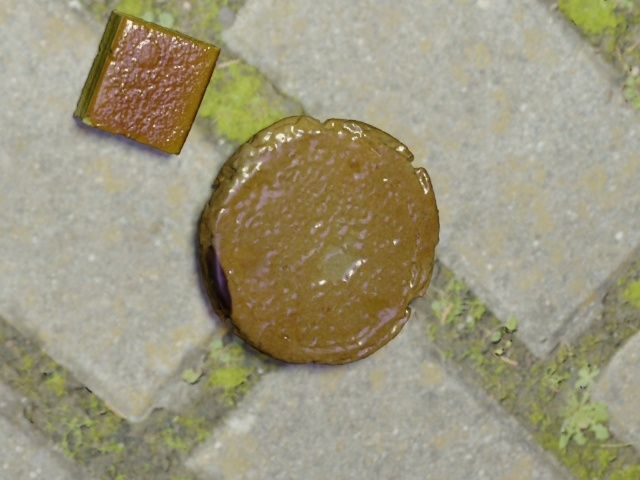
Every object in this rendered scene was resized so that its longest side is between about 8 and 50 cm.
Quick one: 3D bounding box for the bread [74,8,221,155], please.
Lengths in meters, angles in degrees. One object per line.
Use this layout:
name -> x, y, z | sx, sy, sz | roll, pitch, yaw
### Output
bread -> -0.136, -0.125, 1.327 | 0.090, 0.035, 0.094 | 19, 99, -24

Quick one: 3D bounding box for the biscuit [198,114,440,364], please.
biscuit -> 0.000, 0.000, 1.409 | 0.226, 0.042, 0.226 | -5, 106, -18
